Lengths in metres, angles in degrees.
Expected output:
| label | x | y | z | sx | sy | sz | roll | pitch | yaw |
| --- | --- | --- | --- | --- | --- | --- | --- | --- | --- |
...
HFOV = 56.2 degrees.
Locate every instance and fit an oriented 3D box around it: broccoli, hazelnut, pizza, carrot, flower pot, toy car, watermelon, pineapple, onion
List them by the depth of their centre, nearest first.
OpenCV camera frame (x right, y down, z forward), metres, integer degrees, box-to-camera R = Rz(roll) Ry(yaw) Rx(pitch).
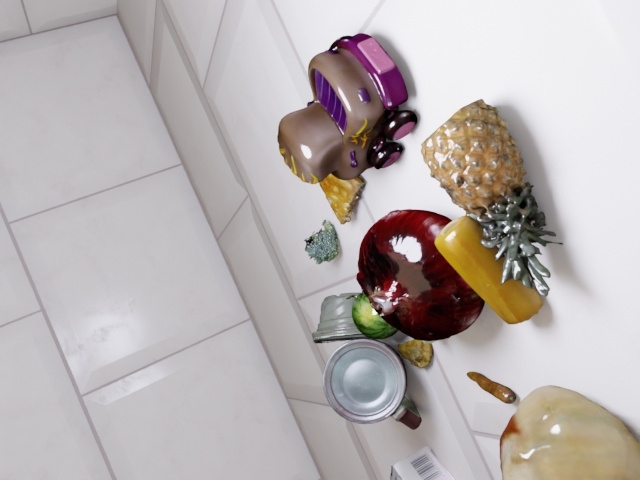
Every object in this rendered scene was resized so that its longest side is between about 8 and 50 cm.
| label | x | y | z | sx | sy | sz | roll | pitch | yaw |
| --- | --- | --- | --- | --- | --- | --- | --- | --- | --- |
| pineapple | 0.310 | -0.065 | 1.030 | 0.340 | 0.169 | 0.169 | 59 | 159 | 3 |
| hazelnut | 0.456 | 0.400 | 1.090 | 0.241 | 0.261 | 0.261 | 41 | 173 | -30 |
| onion | 0.205 | 0.080 | 1.292 | 0.314 | 0.232 | 0.314 | 24 | 127 | 36 |
| toy car | 0.035 | -0.274 | 1.331 | 0.271 | 0.240 | 0.341 | 57 | 160 | 20 |
| carrot | 0.392 | 0.337 | 1.390 | 0.165 | 0.035 | 0.036 | 18 | 128 | 66 |
| pizza | 0.057 | -0.139 | 1.678 | 0.201 | 0.053 | 0.193 | 33 | 141 | 38 |
| watermelon | 0.150 | 0.195 | 1.689 | 0.187 | 0.140 | 0.141 | 45 | 150 | 52 |
| flower pot | 0.083 | 0.237 | 1.834 | 0.235 | 0.235 | 0.140 | 135 | 133 | -68 |
| broccoli | -0.002 | 0.002 | 1.933 | 0.122 | 0.118 | 0.204 | 60 | 177 | -13 |

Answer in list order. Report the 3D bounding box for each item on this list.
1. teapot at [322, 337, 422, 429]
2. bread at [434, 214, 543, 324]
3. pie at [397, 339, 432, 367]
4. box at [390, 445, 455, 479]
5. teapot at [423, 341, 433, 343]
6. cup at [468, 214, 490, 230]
| label | x | y | z | sx | sy | sz | roll | pitch | yaw |
| --- | --- | --- | --- | --- | --- | --- | --- | --- | --- |
| teapot | 0.174 | 0.433 | 1.778 | 0.315 | 0.233 | 0.312 | 43 | -179 | 13 |
| bread | 0.318 | 0.063 | 1.128 | 0.239 | 0.074 | 0.092 | 47 | 121 | -3 |
| pie | 0.268 | 0.309 | 1.666 | 0.092 | 0.034 | 0.170 | 66 | 154 | 9 |
| box | 0.323 | 0.831 | 1.914 | 0.173 | 0.145 | 0.333 | 50 | 153 | 41 |
| teapot | 0.235 | 0.161 | 1.530 | 0.200 | 0.077 | 0.107 | 45 | 144 | 45 |
| cup | 0.313 | -0.057 | 1.142 | 0.075 | 0.054 | 0.083 | 17 | 125 | 65 |
